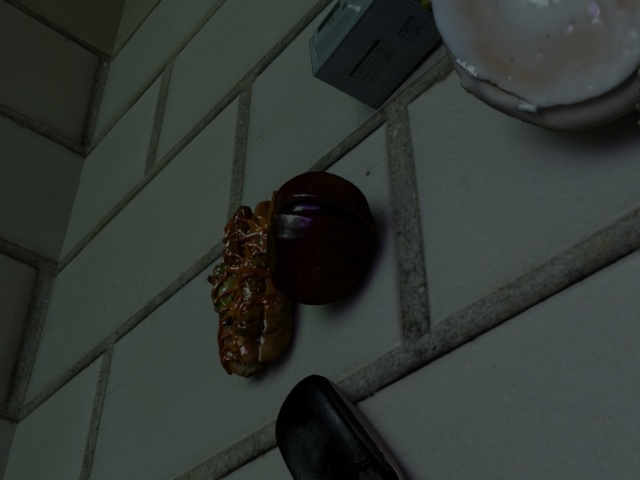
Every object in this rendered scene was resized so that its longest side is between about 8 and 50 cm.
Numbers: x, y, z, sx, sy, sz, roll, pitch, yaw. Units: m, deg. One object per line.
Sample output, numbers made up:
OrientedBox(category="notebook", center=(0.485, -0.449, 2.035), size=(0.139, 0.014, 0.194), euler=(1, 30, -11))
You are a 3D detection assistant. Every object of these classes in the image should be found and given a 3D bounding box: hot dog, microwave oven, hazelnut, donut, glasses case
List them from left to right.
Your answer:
OrientedBox(category="hot dog", center=(-0.121, 0.067, 1.533), size=(0.158, 0.117, 0.349), euler=(-35, 39, 40))
OrientedBox(category="hazelnut", center=(0.000, 0.000, 1.370), size=(0.178, 0.177, 0.204), euler=(-17, 57, 52))
OrientedBox(category="glasses case", center=(0.019, 0.287, 1.167), size=(0.122, 0.075, 0.314), euler=(-60, 29, 8))
OrientedBox(category="microwave oven", center=(0.095, -0.357, 1.509), size=(0.208, 0.162, 0.123), euler=(-46, 32, 33))
OrientedBox(category="donut", center=(0.303, -0.320, 1.039), size=(0.382, 0.142, 0.383), euler=(10, 104, 45))

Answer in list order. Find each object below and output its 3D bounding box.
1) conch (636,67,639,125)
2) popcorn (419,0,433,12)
OrientedBox(category="conch", center=(0.408, -0.143, 0.864), size=(0.207, 0.130, 0.155), euler=(33, 112, 39))
OrientedBox(category="popcorn", center=(0.234, -0.396, 1.318), size=(0.198, 0.198, 0.213), euler=(-41, 69, 33))
